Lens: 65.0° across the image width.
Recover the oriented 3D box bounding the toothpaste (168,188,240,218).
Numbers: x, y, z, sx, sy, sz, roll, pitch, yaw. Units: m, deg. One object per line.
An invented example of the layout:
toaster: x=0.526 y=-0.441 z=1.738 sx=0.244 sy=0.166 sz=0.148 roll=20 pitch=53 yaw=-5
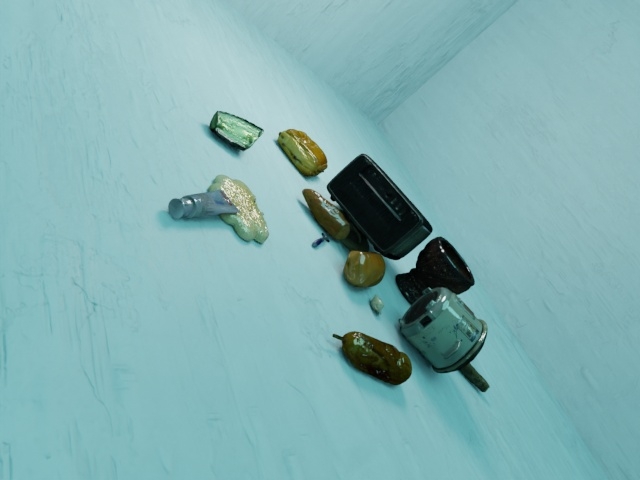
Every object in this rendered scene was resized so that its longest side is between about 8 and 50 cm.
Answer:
toothpaste: x=-0.306 y=-0.098 z=1.345 sx=0.089 sy=0.057 sz=0.234 roll=51 pitch=27 yaw=10

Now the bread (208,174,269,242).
bread: x=-0.247 y=-0.103 z=1.508 sx=0.182 sy=0.039 sz=0.250 roll=18 pitch=39 yaw=-53

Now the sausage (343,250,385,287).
sausage: x=0.168 y=0.102 z=1.865 sx=0.241 sy=0.120 sz=0.136 roll=-4 pitch=95 yaw=-61

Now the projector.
projector: x=0.251 y=-0.125 z=2.093 sx=0.395 sy=0.242 sz=0.405 roll=52 pitch=11 yaw=14

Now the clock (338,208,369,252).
clock: x=0.117 y=-0.035 z=2.110 sx=0.235 sy=0.029 sz=0.235 roll=39 pitch=26 yaw=-24

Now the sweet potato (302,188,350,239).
sweet potato: x=0.021 y=-0.107 z=1.947 sx=0.251 sy=0.097 sz=0.097 roll=50 pitch=22 yaw=-5

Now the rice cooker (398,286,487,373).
rice cooker: x=0.463 y=0.339 z=1.868 sx=0.317 sy=0.264 sz=0.316 roll=44 pitch=11 yaw=-11

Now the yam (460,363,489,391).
yam: x=0.608 y=0.529 z=2.112 sx=0.274 sy=0.061 sz=0.061 roll=48 pitch=22 yaw=-9

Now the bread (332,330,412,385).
bread: x=0.162 y=0.345 z=1.523 sx=0.344 sy=0.084 sz=0.124 roll=33 pitch=27 yaw=-35

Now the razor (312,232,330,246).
razor: x=0.003 y=-0.003 z=1.839 sx=0.044 sy=0.028 sz=0.154 roll=52 pitch=22 yaw=3

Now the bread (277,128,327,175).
bread: x=-0.069 y=-0.393 z=2.218 sx=0.235 sy=0.099 sz=0.210 roll=52 pitch=22 yaw=5

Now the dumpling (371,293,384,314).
dumpling: x=0.212 y=0.240 z=1.841 sx=0.059 sy=0.043 sz=0.077 roll=53 pitch=-1 yaw=-42

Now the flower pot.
flower pot: x=0.489 y=0.156 z=2.198 sx=0.266 sy=0.267 sz=0.266 roll=42 pitch=23 yaw=-23

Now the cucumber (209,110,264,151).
cucumber: x=-0.302 y=-0.379 z=1.782 sx=0.193 sy=0.086 sz=0.115 roll=24 pitch=66 yaw=-42
